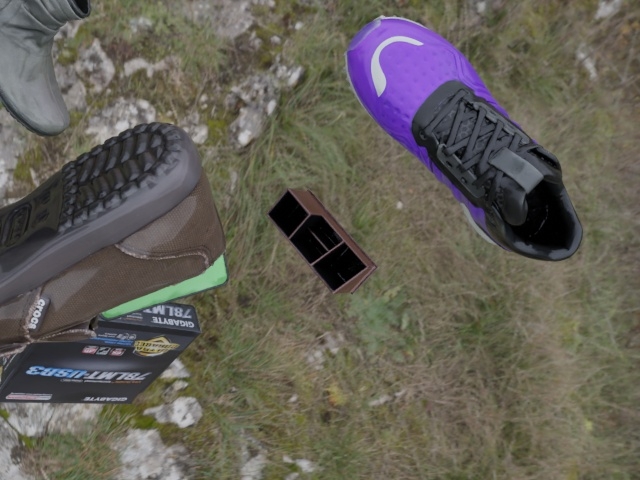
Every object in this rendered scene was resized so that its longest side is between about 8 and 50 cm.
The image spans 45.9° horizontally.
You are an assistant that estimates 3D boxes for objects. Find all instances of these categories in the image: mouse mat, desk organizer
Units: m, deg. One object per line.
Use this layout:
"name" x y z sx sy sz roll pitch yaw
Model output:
"mouse mat" -0.211 0.007 0.969 0.190 0.007 0.152 -16 98 -37
"desk organizer" 0.000 0.000 0.859 0.130 0.047 0.050 49 20 21

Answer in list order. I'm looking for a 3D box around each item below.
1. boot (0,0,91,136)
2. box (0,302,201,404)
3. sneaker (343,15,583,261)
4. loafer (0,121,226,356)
"boot" -0.359 -0.265 0.970 0.246 0.161 0.083 66 27 -14
"box" -0.425 0.211 1.424 0.295 0.293 0.073 13 42 -41
"sneaker" 0.147 -0.086 0.686 0.102 0.146 0.293 -45 114 4
"loafer" -0.231 0.046 0.598 0.130 0.366 0.134 55 19 -37
